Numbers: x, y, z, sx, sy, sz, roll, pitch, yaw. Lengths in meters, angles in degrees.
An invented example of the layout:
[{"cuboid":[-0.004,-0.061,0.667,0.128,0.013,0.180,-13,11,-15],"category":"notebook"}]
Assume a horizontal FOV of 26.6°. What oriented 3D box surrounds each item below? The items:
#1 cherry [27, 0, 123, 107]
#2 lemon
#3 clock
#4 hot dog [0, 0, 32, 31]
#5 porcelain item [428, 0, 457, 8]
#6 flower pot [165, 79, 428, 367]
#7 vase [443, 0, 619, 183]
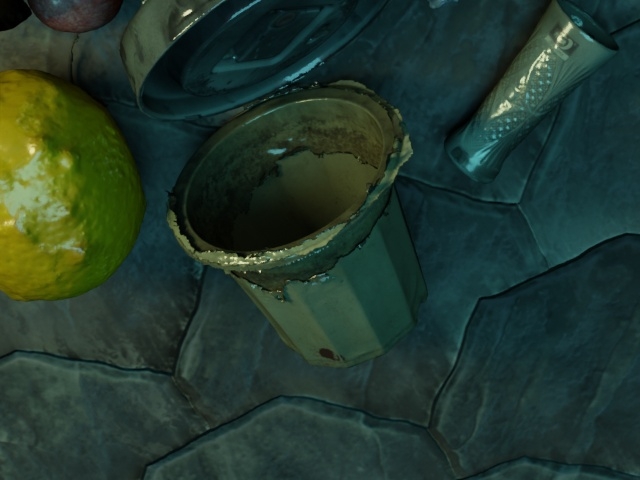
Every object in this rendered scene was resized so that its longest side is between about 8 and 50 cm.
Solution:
[{"cuboid":[-0.257,-0.241,1.479,0.107,0.090,0.226,-7,134,8],"category":"cherry"},{"cuboid":[-0.313,-0.058,1.493,0.233,0.233,0.288,-19,123,7],"category":"lemon"},{"cuboid":[-0.061,-0.230,1.392,0.312,0.312,0.061,-32,78,13],"category":"clock"},{"cuboid":[-0.394,-0.372,1.358,0.194,0.107,0.326,2,133,38],"category":"hot dog"},{"cuboid":[0.128,-0.278,1.485,0.036,0.083,0.028,-11,122,-3],"category":"porcelain item"},{"cuboid":[0.000,0.000,1.543,0.290,0.290,0.259,-21,129,7],"category":"flower pot"},{"cuboid":[0.235,-0.166,1.555,0.096,0.096,0.219,30,116,-20],"category":"vase"}]
